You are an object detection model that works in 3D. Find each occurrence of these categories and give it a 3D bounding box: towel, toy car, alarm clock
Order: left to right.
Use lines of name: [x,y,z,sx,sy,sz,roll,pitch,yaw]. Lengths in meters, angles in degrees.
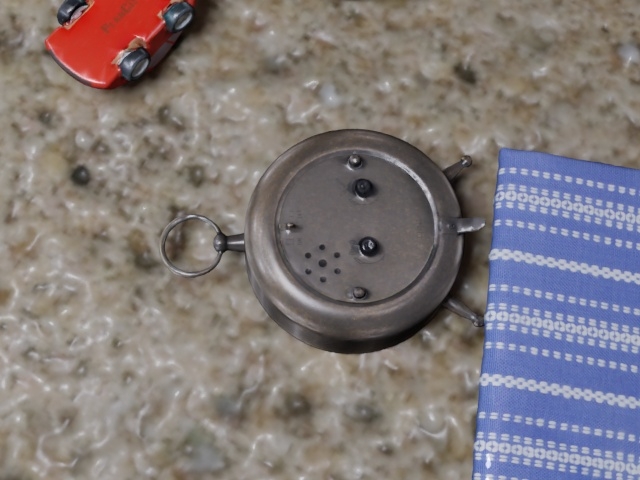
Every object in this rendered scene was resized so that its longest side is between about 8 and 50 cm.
toy car: [-0.044,-0.191,0.717,0.225,0.053,0.238,7,74,-1]
alarm clock: [0.000,0.000,0.662,0.192,0.064,0.129,-3,74,0]
towel: [0.200,0.125,0.630,0.243,0.040,0.335,10,72,-9]
